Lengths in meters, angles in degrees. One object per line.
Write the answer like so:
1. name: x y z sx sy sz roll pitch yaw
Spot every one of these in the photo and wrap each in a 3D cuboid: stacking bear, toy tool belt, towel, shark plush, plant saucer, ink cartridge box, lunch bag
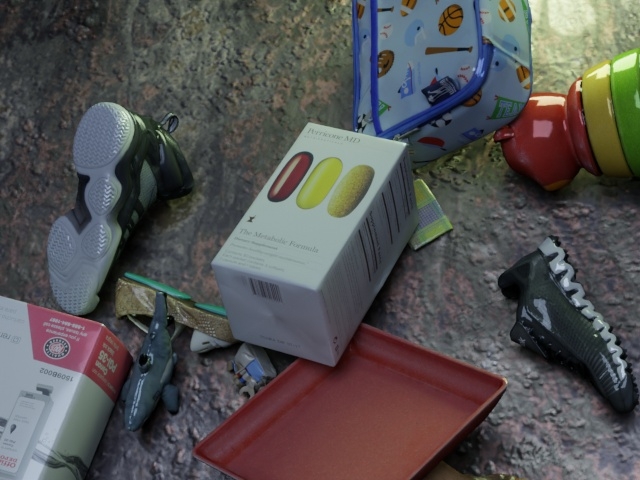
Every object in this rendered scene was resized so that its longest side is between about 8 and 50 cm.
1. stacking bear: 0.352 -0.136 1.811 0.289 0.175 0.164 -11 91 19
2. toy tool belt: -0.079 0.163 1.819 0.051 0.052 0.083 -46 57 24
3. towel: 0.118 -0.032 1.887 0.060 0.009 0.083 -31 64 -5
4. shark plush: -0.192 0.143 1.809 0.073 0.067 0.161 25 98 16
5. plant saucer: 0.034 0.206 1.668 0.258 0.047 0.259 -39 37 -28
6. ink cartridge box: -0.373 0.220 1.806 0.207 0.117 0.283 14 68 17
7. lunch bag: 0.135 -0.242 1.884 0.243 0.115 0.303 -23 54 41

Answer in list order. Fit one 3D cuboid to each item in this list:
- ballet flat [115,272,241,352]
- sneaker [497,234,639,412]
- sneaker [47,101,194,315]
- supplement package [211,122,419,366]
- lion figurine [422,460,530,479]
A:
1. ballet flat: -0.157 0.098 1.858 0.206 0.073 0.067 17 92 23
2. sneaker: 0.274 0.109 1.755 0.106 0.078 0.234 -27 59 1
3. sneaker: -0.239 -0.036 1.910 0.101 0.153 0.268 24 107 37
4. supplement package: 0.000 0.000 1.783 0.139 0.134 0.244 13 50 24
5. lion figurine: 0.109 0.284 1.672 0.240 0.142 0.392 -42 60 -18
